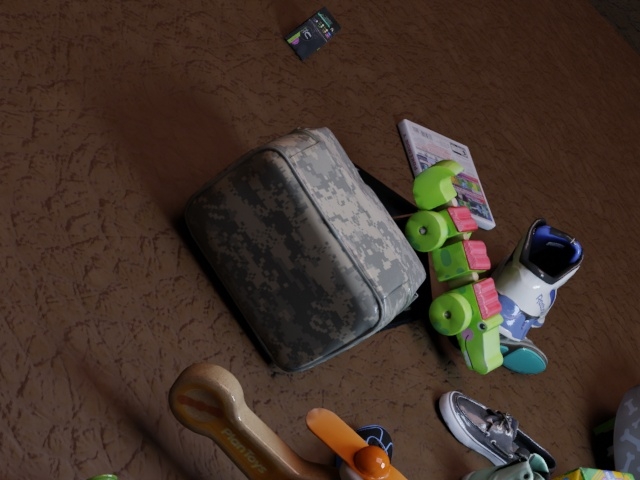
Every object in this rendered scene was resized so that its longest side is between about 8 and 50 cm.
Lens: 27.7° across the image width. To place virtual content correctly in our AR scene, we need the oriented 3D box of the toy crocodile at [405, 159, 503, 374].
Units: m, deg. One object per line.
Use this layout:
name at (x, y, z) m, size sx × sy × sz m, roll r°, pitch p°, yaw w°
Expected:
toy crocodile at (0.222, 0.042, 2.038) m, size 0.115 × 0.105 × 0.341 m, roll -8°, pitch 80°, yaw -56°

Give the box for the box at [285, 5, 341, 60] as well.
box at (-0.012, -0.358, 2.236) m, size 0.052 × 0.062 × 0.083 m, roll 51°, pitch 32°, yaw -9°

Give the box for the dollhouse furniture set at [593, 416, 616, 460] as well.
dollhouse furniture set at (0.550, 0.390, 2.311) m, size 0.076 × 0.058 × 0.152 m, roll 0°, pitch 61°, yaw -53°

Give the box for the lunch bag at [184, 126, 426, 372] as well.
lunch bag at (0.000, 0.000, 1.778) m, size 0.305 × 0.212 × 0.256 m, roll 56°, pitch 32°, yaw -1°

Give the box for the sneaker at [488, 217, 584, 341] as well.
sneaker at (0.374, 0.054, 2.207) m, size 0.127 × 0.182 × 0.315 m, roll 39°, pitch 17°, yaw 6°

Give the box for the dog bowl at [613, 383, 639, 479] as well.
dog bowl at (0.636, 0.401, 2.306) m, size 0.348 × 0.102 × 0.349 m, roll 23°, pitch 59°, yaw -45°

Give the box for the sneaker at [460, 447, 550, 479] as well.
sneaker at (0.251, 0.393, 1.814) m, size 0.094 × 0.151 × 0.256 m, roll 48°, pitch 33°, yaw -16°

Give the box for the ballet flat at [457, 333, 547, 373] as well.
ballet flat at (0.307, 0.168, 2.172) m, size 0.213 × 0.072 × 0.068 m, roll 22°, pitch 51°, yaw -41°

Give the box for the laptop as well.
laptop at (0.057, 0.006, 2.042) m, size 0.234 × 0.136 × 0.264 m, roll -11°, pitch 96°, yaw -56°

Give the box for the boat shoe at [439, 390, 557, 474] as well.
boat shoe at (0.281, 0.302, 2.010) m, size 0.228 × 0.076 × 0.080 m, roll 44°, pitch 33°, yaw -18°

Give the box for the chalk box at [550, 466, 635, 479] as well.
chalk box at (0.431, 0.443, 2.032) m, size 0.213 × 0.132 × 0.132 m, roll 17°, pitch 48°, yaw -47°

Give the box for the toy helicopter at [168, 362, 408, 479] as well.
toy helicopter at (-0.026, 0.269, 1.472) m, size 0.355 × 0.235 × 0.140 m, roll 48°, pitch 33°, yaw -13°

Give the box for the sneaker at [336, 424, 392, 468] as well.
sneaker at (0.061, 0.306, 1.694) m, size 0.081 × 0.090 × 0.232 m, roll 51°, pitch 32°, yaw -7°

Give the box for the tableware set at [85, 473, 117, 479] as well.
tableware set at (-0.204, 0.269, 1.358) m, size 0.154 × 0.104 × 0.024 m, roll 17°, pitch 47°, yaw -47°

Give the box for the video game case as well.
video game case at (0.233, -0.119, 2.387) m, size 0.201 × 0.023 × 0.183 m, roll 18°, pitch 47°, yaw -46°
